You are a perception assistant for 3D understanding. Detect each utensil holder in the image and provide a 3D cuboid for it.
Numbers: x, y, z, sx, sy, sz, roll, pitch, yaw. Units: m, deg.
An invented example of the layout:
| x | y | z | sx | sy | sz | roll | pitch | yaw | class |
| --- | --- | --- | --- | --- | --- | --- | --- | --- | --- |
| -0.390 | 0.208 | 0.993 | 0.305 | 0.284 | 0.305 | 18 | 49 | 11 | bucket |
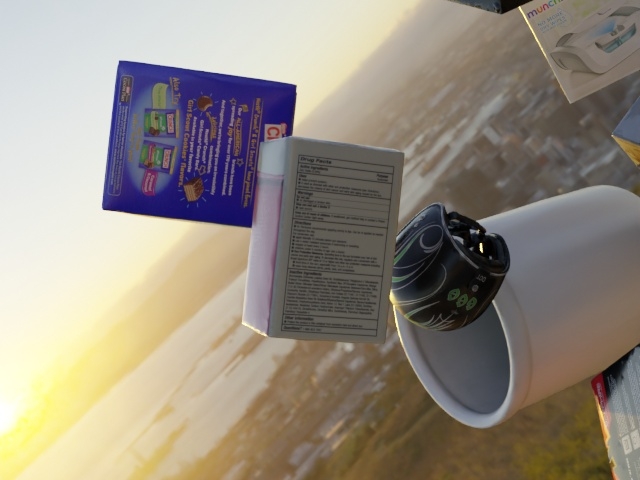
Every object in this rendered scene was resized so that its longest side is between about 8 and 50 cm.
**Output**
| x | y | z | sx | sy | sz | roll | pitch | yaw | class |
| --- | --- | --- | --- | --- | --- | --- | --- | --- | --- |
| 0.368 | 0.096 | 1.642 | 0.385 | 0.328 | 0.327 | -18 | -7 | -26 | utensil holder |

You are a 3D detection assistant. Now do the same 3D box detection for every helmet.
| x | y | z | sx | sy | sz | roll | pitch | yaw | class |
| --- | --- | --- | --- | --- | --- | --- | --- | --- | --- |
| 0.167 | 0.045 | 1.346 | 0.161 | 0.169 | 0.169 | -48 | 2 | 32 | helmet |

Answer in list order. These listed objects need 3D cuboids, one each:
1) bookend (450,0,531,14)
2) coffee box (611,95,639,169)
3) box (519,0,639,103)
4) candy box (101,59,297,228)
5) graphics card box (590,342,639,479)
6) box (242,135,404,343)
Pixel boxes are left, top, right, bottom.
| x | y | z | sx | sy | sz | roll | pitch | yaw | class |
| --- | --- | --- | --- | --- | --- | --- | --- | --- | --- |
| 0.185 | -0.300 | 0.973 | 0.157 | 0.072 | 0.156 | -27 | 34 | -21 | bookend |
| 0.567 | -0.114 | 1.454 | 0.098 | 0.246 | 0.141 | -54 | 39 | 0 | coffee box |
| 0.507 | -0.417 | 1.715 | 0.261 | 0.231 | 0.127 | -25 | 29 | 20 | box |
| -0.215 | -0.164 | 1.734 | 0.122 | 0.317 | 0.268 | -161 | 78 | -82 | candy box |
| 0.463 | 0.218 | 1.173 | 0.094 | 0.233 | 0.371 | -2 | -26 | -9 | graphics card box |
| 0.000 | 0.000 | 1.162 | 0.127 | 0.148 | 0.233 | -173 | 89 | -70 | box |
